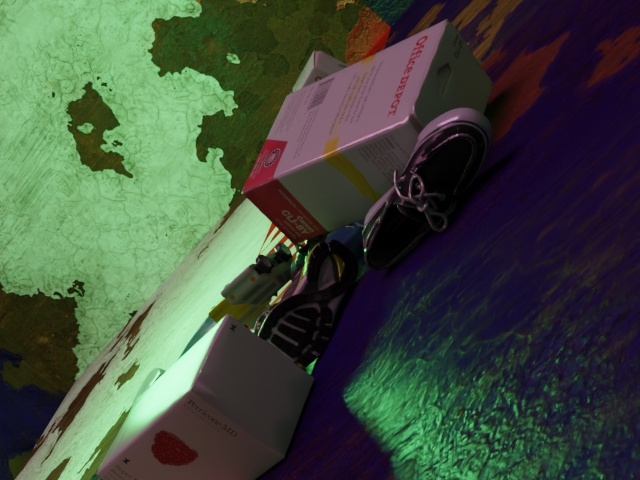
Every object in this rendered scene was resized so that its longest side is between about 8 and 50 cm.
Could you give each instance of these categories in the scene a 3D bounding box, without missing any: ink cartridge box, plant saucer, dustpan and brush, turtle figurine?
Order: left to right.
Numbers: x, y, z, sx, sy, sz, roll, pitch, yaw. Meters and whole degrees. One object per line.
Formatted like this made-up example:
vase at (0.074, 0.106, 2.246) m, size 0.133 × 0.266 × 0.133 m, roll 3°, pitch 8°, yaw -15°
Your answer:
dustpan and brush at (-0.396, 0.352, 2.401) m, size 0.147 × 0.060 × 0.211 m, roll -56°, pitch 14°, yaw 9°
plant saucer at (-0.243, 0.220, 2.355) m, size 0.318 × 0.043 × 0.317 m, roll -49°, pitch 11°, yaw 13°
turtle figurine at (0.000, 0.000, 1.933) m, size 0.175 × 0.118 × 0.234 m, roll -57°, pitch 7°, yaw -26°
ink cartridge box at (0.005, -0.253, 2.002) m, size 0.203 × 0.148 × 0.086 m, roll -58°, pitch 15°, yaw 31°
ink cartridge box at (0.084, -0.183, 1.756) m, size 0.384 × 0.160 × 0.279 m, roll -19°, pitch 35°, yaw 39°

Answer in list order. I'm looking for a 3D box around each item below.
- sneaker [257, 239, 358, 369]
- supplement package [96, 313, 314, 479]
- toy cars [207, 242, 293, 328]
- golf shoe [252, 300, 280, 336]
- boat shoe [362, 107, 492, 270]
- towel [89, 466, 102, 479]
sneaker at (-0.033, 0.134, 1.696) m, size 0.300 × 0.111 × 0.121 m, roll -54°, pitch 0°, yaw -41°
supplement package at (-0.179, 0.287, 1.549) m, size 0.293 × 0.177 × 0.175 m, roll -44°, pitch 14°, yaw 37°
toy cars at (-0.120, 0.103, 1.922) m, size 0.176 × 0.087 × 0.394 m, roll -40°, pitch -3°, yaw -19°
golf shoe at (-0.105, 0.182, 1.885) m, size 0.176 × 0.069 × 0.086 m, roll -50°, pitch 3°, yaw -7°
boat shoe at (0.154, -0.069, 1.533) m, size 0.306 × 0.113 × 0.105 m, roll -46°, pitch 19°, yaw 37°
towel at (-0.454, 0.523, 2.250) m, size 0.312 × 0.056 × 0.324 m, roll -54°, pitch 9°, yaw -26°
